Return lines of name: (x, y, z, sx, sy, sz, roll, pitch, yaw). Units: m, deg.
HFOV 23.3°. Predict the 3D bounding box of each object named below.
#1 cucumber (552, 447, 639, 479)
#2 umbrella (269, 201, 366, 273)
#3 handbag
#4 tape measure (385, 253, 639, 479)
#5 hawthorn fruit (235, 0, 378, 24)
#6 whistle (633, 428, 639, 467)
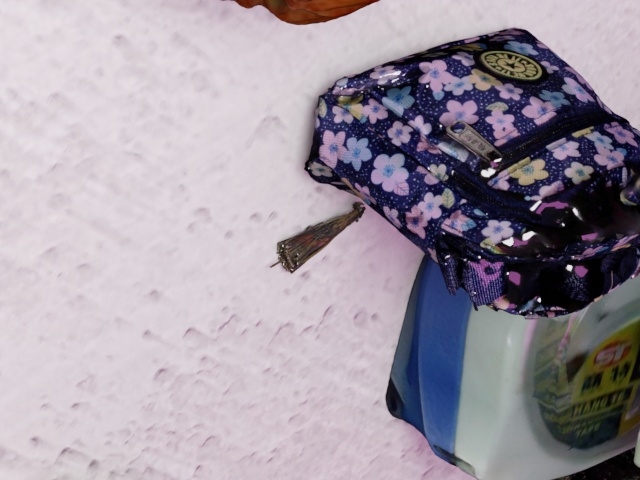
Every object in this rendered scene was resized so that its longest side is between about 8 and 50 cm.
cucumber: (0.263, 0.209, 1.448, 0.181, 0.053, 0.053, 10, 110, -49)
umbrella: (-0.002, -0.001, 1.053, 0.083, 0.020, 0.031, -38, 139, -27)
handbag: (0.120, -0.045, 0.993, 0.228, 0.208, 0.127, -16, 132, -41)
tape measure: (0.200, 0.052, 1.203, 0.259, 0.138, 0.262, -17, 128, -39)
hawthorn fruit: (-0.009, -0.213, 0.779, 0.179, 0.179, 0.200, 10, 93, -48)
whistle: (0.288, 0.057, 1.104, 0.092, 0.110, 0.244, -64, 177, -85)
